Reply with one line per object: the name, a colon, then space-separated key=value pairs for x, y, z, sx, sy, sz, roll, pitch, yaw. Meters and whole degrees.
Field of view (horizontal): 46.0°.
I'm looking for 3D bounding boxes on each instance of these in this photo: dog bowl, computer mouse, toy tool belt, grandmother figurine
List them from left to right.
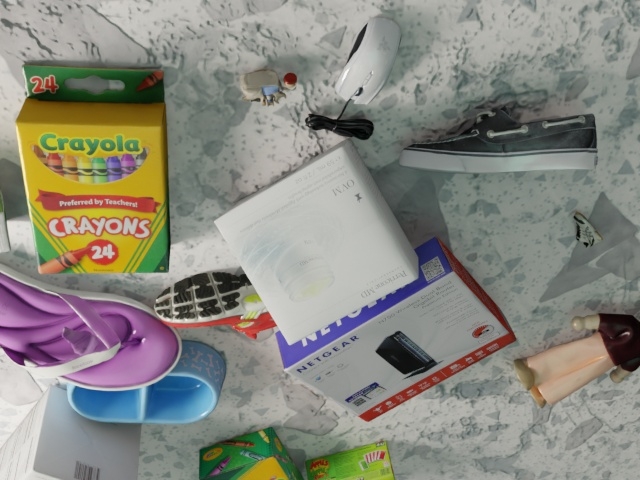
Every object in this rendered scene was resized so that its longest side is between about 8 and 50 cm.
dog bowl: x=-0.322 y=0.265 z=1.389 sx=0.297 sy=0.074 sz=0.166 roll=4 pitch=125 yaw=-12
toy tool belt: x=-0.074 y=-0.220 z=1.091 sx=0.083 sy=0.052 sz=0.051 roll=-5 pitch=158 yaw=-1
computer mouse: x=0.058 y=-0.232 z=1.099 sx=0.106 sy=0.042 sz=0.193 roll=15 pitch=123 yaw=-17
grandmother figurine: x=0.563 y=0.215 z=1.472 sx=0.342 sy=0.104 sz=0.208 roll=-31 pitch=133 yaw=17

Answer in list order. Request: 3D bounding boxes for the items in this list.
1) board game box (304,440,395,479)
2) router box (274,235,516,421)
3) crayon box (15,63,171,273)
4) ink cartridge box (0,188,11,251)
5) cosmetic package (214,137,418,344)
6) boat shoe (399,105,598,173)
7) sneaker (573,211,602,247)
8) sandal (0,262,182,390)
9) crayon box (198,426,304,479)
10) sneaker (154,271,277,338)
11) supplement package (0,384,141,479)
board game box: x=0.063 y=0.497 z=1.605 sx=0.181 sy=0.092 sz=0.043 roll=-15 pitch=126 yaw=2
router box: x=0.139 y=0.173 z=1.342 sx=0.335 sy=0.082 sz=0.301 roll=-33 pitch=138 yaw=15
crayon box: x=-0.329 y=-0.095 z=1.118 sx=0.202 sy=0.081 sz=0.319 roll=0 pitch=126 yaw=-8
ink cartridge box: x=-0.569 y=-0.018 z=1.096 sx=0.209 sy=0.062 sz=0.109 roll=-10 pitch=151 yaw=-22
cosmetic package: x=0.000 y=0.000 z=1.150 sx=0.224 sy=0.138 sz=0.225 roll=-29 pitch=99 yaw=12
boat shoe: x=0.272 y=-0.155 z=1.159 sx=0.301 sy=0.108 sz=0.102 roll=-1 pitch=95 yaw=7
sneaker: x=0.464 y=-0.015 z=1.327 sx=0.037 sy=0.032 sz=0.083 roll=-37 pitch=122 yaw=18
sandal: x=-0.432 y=0.154 z=1.231 sx=0.416 sy=0.102 sz=0.169 roll=19 pitch=95 yaw=-17
crayon box: x=-0.128 y=0.530 z=1.608 sx=0.165 sy=0.081 sz=0.278 roll=-20 pitch=126 yaw=6
sneaker: x=-0.142 y=0.125 z=1.297 sx=0.279 sy=0.107 sz=0.118 roll=-4 pitch=132 yaw=-5
supplement package: x=-0.496 y=0.454 z=1.424 sx=0.199 sy=0.198 sz=0.263 roll=30 pitch=117 yaw=-27
